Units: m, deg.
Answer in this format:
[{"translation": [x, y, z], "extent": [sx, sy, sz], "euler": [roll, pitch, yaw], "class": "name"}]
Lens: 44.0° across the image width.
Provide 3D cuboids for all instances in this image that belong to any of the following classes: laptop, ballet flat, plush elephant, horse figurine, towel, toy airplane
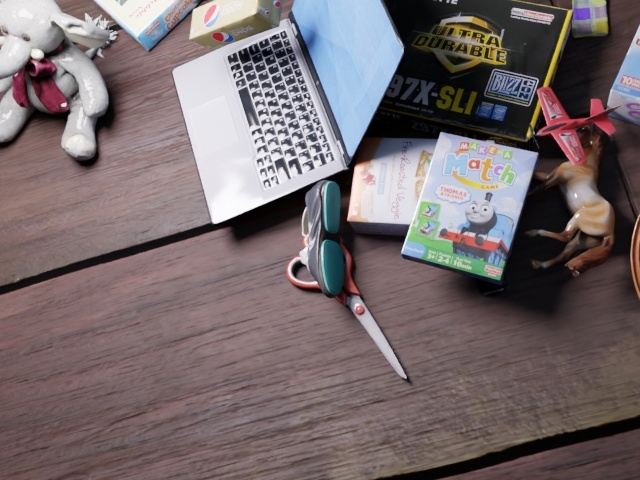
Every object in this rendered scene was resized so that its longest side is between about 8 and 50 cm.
[{"translation": [-0.083, -0.301, 1.354], "extent": [0.408, 0.236, 0.382], "euler": [-22, 59, 6], "class": "laptop"}, {"translation": [0.000, 0.000, 1.322], "extent": [0.074, 0.074, 0.203], "euler": [-5, 75, 13], "class": "ballet flat"}, {"translation": [-0.532, -0.346, 1.494], "extent": [0.272, 0.255, 0.330], "euler": [20, 77, 20], "class": "plush elephant"}, {"translation": [0.394, -0.055, 1.251], "extent": [0.174, 0.066, 0.263], "euler": [-14, 60, 1], "class": "horse figurine"}, {"translation": [0.473, -0.392, 1.388], "extent": [0.060, 0.009, 0.083], "euler": [0, 71, 15], "class": "towel"}, {"translation": [0.406, -0.189, 1.267], "extent": [0.151, 0.028, 0.151], "euler": [-2, 70, 5], "class": "toy airplane"}]

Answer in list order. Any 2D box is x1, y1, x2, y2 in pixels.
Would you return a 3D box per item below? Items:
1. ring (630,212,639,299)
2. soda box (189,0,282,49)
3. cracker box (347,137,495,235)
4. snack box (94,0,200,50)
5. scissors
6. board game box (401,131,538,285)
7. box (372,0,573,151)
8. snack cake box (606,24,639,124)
[{"translation": [0.631, 0.024, 1.150], "extent": [0.336, 0.032, 0.337], "euler": [-2, 81, 16], "class": "ring"}, {"translation": [-0.150, -0.391, 1.390], "extent": [0.181, 0.058, 0.061], "euler": [-5, 75, 43], "class": "soda box"}, {"translation": [0.171, -0.088, 1.324], "extent": [0.232, 0.067, 0.156], "euler": [3, 72, 15], "class": "cracker box"}, {"translation": [-0.302, -0.559, 1.619], "extent": [0.322, 0.060, 0.187], "euler": [-45, 66, -4], "class": "snack box"}, {"translation": [0.062, 0.096, 1.310], "extent": [0.297, 0.021, 0.109], "euler": [40, 82, 25], "class": "scissors"}, {"translation": [0.234, -0.053, 1.239], "extent": [0.160, 0.039, 0.211], "euler": [15, 78, 19], "class": "board game box"}, {"translation": [0.243, -0.305, 1.380], "extent": [0.322, 0.079, 0.257], "euler": [17, 78, 19], "class": "box"}, {"translation": [0.612, -0.240, 1.255], "extent": [0.264, 0.089, 0.152], "euler": [22, 78, 20], "class": "snack cake box"}]
